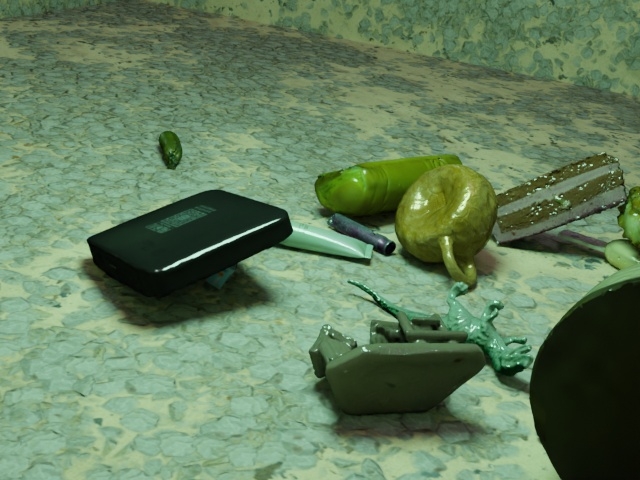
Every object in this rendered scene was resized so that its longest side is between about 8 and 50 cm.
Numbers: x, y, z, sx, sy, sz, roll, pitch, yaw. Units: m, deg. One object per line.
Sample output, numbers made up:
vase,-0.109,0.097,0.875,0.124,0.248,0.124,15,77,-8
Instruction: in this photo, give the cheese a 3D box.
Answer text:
cheese,0.614,0.021,1.954,0.255,0.050,0.127,23,27,33

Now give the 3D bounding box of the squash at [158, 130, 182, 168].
squash,-0.354,-0.219,2.245,0.052,0.052,0.183,1,22,-14

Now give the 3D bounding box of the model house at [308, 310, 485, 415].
model house,0.098,0.164,1.365,0.229,0.122,0.188,-2,21,-13

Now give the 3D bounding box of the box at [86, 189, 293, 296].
box,-0.227,-0.005,1.618,0.289,0.073,0.290,-25,24,-29

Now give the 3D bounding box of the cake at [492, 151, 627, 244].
cake,0.483,-0.085,1.951,0.295,0.115,0.113,-21,-4,27

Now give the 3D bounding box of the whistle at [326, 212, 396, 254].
whistle,0.081,-0.014,1.906,0.033,0.033,0.176,-14,31,-41

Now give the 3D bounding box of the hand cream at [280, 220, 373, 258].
hand cream,0.000,0.000,1.830,0.205,0.049,0.078,13,17,2

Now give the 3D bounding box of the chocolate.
chocolate,0.469,0.172,1.222,0.326,0.314,0.297,20,22,31

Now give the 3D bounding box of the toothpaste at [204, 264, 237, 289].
toothpaste,-0.180,0.028,1.711,0.044,0.070,0.193,34,19,-12

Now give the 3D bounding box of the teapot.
teapot,0.261,-0.025,1.842,0.167,0.203,0.311,41,28,-35

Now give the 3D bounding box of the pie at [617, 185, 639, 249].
pie,0.736,-0.017,1.888,0.288,0.102,0.354,20,23,9

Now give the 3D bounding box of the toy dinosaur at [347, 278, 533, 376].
toy dinosaur,0.221,0.115,1.572,0.129,0.076,0.383,-36,35,-25

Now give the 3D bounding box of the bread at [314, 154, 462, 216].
bread,0.158,-0.116,2.065,0.166,0.112,0.384,-11,0,44
